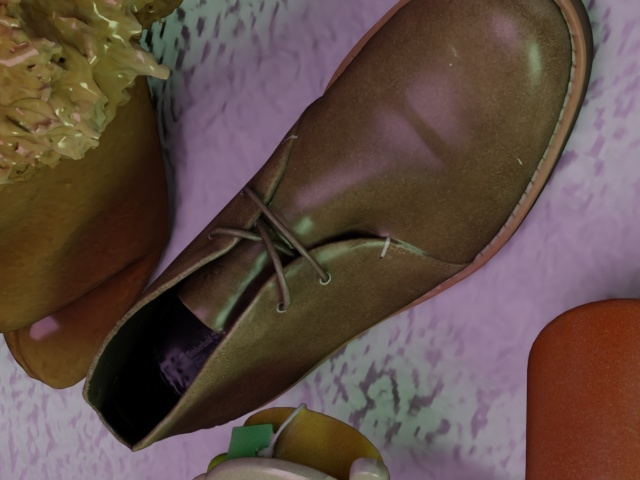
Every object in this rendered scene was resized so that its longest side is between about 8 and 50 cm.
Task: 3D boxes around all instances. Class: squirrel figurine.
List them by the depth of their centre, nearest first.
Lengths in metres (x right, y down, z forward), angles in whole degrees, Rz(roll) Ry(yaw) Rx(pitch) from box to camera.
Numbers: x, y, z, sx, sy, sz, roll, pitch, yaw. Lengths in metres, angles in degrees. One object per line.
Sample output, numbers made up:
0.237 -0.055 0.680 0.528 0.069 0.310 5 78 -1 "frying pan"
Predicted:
-0.231 -0.056 0.488 0.281 0.370 0.397 49 123 7 "squirrel figurine"

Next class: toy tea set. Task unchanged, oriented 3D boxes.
0.067 0.114 0.556 0.336 0.124 0.200 -4 134 28 "toy tea set"

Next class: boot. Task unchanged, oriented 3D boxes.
0.000 0.000 0.531 0.112 0.115 0.305 48 122 9 "boot"
